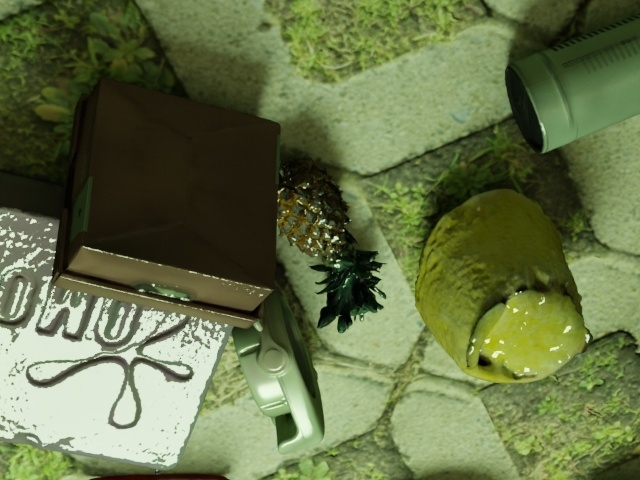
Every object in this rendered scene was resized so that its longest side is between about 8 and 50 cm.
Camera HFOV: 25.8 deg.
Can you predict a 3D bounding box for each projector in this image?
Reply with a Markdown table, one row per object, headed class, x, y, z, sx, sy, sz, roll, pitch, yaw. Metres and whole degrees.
| class | x | y | z | sx | sy | sz | roll | pitch | yaw |
| --- | --- | --- | --- | --- | --- | --- | --- | --- | --- |
| projector | 0.372 | -0.204 | 1.529 | 0.337 | 0.108 | 0.108 | -22 | 119 | -4 |

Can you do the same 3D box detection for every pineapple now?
| class | x | y | z | sx | sy | sz | roll | pitch | yaw |
| --- | --- | --- | --- | --- | --- | --- | --- | --- | --- |
| pineapple | 0.001 | 0.000 | 1.535 | 0.083 | 0.103 | 0.221 | -11 | 125 | 29 |

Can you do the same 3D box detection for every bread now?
| class | x | y | z | sx | sy | sz | roll | pitch | yaw |
| --- | --- | --- | --- | --- | --- | --- | --- | --- | --- |
| bread | 0.204 | 0.056 | 1.576 | 0.197 | 0.170 | 0.197 | -12 | 130 | -15 |

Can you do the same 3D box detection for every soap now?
| class | x | y | z | sx | sy | sz | roll | pitch | yaw |
| --- | --- | --- | --- | --- | --- | --- | --- | --- | --- |
| soap | -0.253 | 0.091 | 1.505 | 0.296 | 0.107 | 0.285 | 12 | 114 | -20 |

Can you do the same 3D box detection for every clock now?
| class | x | y | z | sx | sy | sz | roll | pitch | yaw |
| --- | --- | --- | --- | --- | --- | --- | --- | --- | --- |
| clock | -0.052 | 0.127 | 1.553 | 0.062 | 0.151 | 0.191 | -19 | 116 | 5 |

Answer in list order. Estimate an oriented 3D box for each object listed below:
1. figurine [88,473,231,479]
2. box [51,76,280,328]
| class | x | y | z | sx | sy | sz | roll | pitch | yaw |
| --- | --- | --- | --- | --- | --- | --- | --- | --- | --- |
| figurine | -0.196 | 0.416 | 1.668 | 0.183 | 0.160 | 0.226 | 2 | 124 | -16 |
| box | -0.146 | -0.040 | 1.403 | 0.215 | 0.215 | 0.086 | 14 | 149 | -21 |
